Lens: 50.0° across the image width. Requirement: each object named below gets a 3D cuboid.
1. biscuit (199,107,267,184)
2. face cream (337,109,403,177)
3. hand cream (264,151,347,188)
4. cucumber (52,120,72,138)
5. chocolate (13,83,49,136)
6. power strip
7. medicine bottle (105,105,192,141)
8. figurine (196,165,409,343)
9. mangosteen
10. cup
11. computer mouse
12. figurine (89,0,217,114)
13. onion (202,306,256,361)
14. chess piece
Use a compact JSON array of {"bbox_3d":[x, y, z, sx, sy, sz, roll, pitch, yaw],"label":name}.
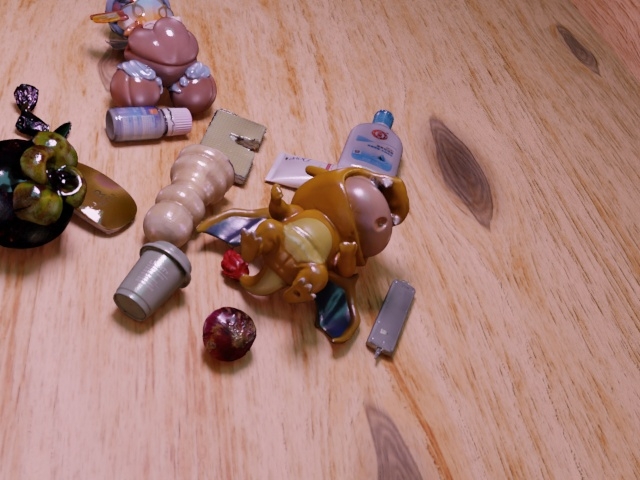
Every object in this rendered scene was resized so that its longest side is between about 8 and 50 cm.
[{"bbox_3d":[-0.230,-0.243,1.769,0.147,0.046,0.250,19,41,-7],"label":"biscuit"},{"bbox_3d":[0.153,-0.261,1.930,0.163,0.080,0.336,22,42,-1],"label":"face cream"},{"bbox_3d":[-0.008,-0.167,1.775,0.248,0.083,0.133,14,40,4],"label":"hand cream"},{"bbox_3d":[-0.624,-0.218,1.581,0.036,0.033,0.184,42,39,-16],"label":"cucumber"},{"bbox_3d":[-0.689,-0.303,1.620,0.072,0.070,0.147,-23,53,-6],"label":"chocolate"},{"bbox_3d":[0.155,0.176,1.516,0.060,0.027,0.252,27,42,3],"label":"power strip"},{"bbox_3d":[-0.424,-0.291,1.708,0.203,0.083,0.083,-8,50,-32],"label":"medicine bottle"},{"bbox_3d":[-0.026,-0.026,1.474,0.401,0.268,0.387,31,44,16],"label":"figurine"},{"bbox_3d":[-0.573,-0.098,1.332,0.243,0.243,0.243,12,43,-12],"label":"mangosteen"},{"bbox_3d":[-0.329,0.083,1.342,0.120,0.120,0.141,27,51,5],"label":"cup"},{"bbox_3d":[-0.516,-0.104,1.494,0.245,0.056,0.126,31,42,11],"label":"computer mouse"},{"bbox_3d":[-0.453,-0.515,1.839,0.277,0.248,0.388,-9,41,-28],"label":"figurine"},{"bbox_3d":[-0.178,0.180,1.323,0.107,0.097,0.107,11,70,-33],"label":"onion"},{"bbox_3d":[-0.298,-0.088,1.523,0.143,0.142,0.261,22,46,-1],"label":"chess piece"}]
